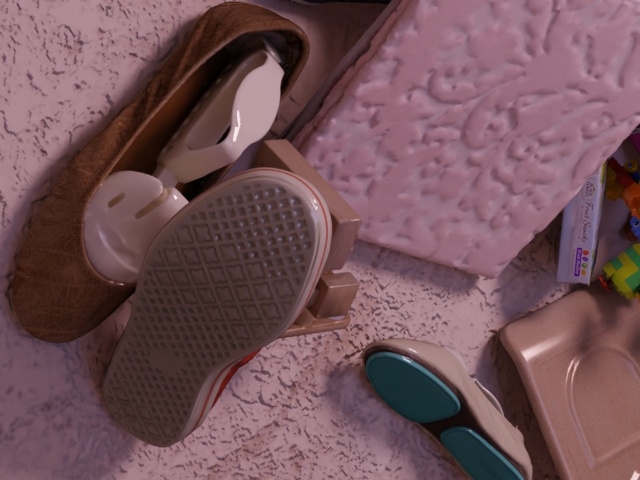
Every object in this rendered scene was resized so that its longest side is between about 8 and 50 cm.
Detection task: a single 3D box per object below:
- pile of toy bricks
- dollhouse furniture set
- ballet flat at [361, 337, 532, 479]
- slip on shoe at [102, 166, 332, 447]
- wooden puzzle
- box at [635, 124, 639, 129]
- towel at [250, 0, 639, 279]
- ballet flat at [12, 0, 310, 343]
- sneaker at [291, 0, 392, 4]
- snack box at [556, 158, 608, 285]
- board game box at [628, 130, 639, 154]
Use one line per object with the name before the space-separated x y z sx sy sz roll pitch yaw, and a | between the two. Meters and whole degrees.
pile of toy bricks | 0.332 0.020 1.690 0.105 0.212 0.118 -36 133 5
dollhouse furniture set | 0.000 0.000 1.389 0.123 0.144 0.151 -6 130 -38
ballet flat | 0.124 0.152 1.592 0.248 0.086 0.086 49 65 -32
slip on shoe | -0.078 0.044 1.294 0.123 0.331 0.101 38 49 4
wooden puzzle | 0.355 0.203 1.738 0.322 0.080 0.348 -22 87 -35
box | 0.288 -0.216 1.629 0.108 0.153 0.207 -12 101 -36
towel | 0.145 -0.117 1.471 0.317 0.053 0.332 16 126 -38
ballet flat | -0.116 -0.060 1.341 0.116 0.124 0.342 50 65 -29
sneaker | 0.072 -0.244 1.450 0.226 0.163 0.086 -3 98 -37
snack box | 0.262 -0.036 1.653 0.100 0.037 0.141 -40 136 -71
board game box | 0.469 -0.058 1.682 0.064 0.242 0.316 -42 103 -35
